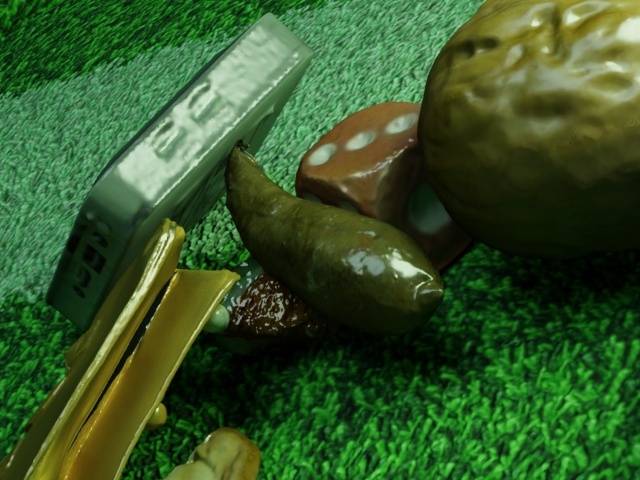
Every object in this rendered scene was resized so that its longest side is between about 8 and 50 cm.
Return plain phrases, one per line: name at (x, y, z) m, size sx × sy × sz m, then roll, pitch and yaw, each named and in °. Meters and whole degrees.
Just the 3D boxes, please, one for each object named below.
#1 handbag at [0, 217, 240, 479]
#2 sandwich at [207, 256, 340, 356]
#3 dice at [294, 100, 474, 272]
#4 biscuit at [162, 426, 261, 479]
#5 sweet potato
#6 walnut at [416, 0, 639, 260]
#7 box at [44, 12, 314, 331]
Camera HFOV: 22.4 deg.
handbag at (-0.256, 0.188, 1.860) m, size 0.283 × 0.133 × 0.401 m, roll -29°, pitch 30°, yaw 55°
sandwich at (-0.041, 0.085, 1.977) m, size 0.185 × 0.109 × 0.160 m, roll -40°, pitch 51°, yaw -21°
dice at (0.088, -0.059, 2.006) m, size 0.174 × 0.175 × 0.179 m, roll -41°, pitch 28°, yaw -20°
biscuit at (-0.165, 0.320, 1.760) m, size 0.299 × 0.045 × 0.154 m, roll -42°, pitch 31°, yaw -24°
sweet potato at (-0.003, 0.004, 1.885) m, size 0.130 × 0.130 × 0.423 m, roll -38°, pitch 41°, yaw -16°
walnut at (0.299, -0.139, 1.806) m, size 0.398 × 0.308 × 0.354 m, roll -5°, pitch 24°, yaw 26°
box at (-0.197, -0.085, 2.166) m, size 0.396 × 0.111 × 0.396 m, roll -48°, pitch -3°, yaw -31°
